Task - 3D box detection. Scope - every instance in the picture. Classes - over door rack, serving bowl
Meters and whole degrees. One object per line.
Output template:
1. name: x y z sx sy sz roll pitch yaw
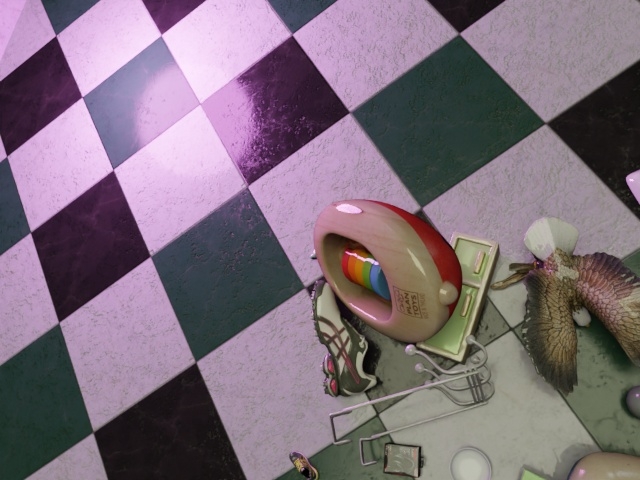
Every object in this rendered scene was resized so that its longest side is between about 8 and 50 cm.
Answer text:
1. over door rack: 0.181 0.313 1.042 0.324 0.239 0.108 -29 52 2
2. serving bowl: 0.309 0.470 1.076 0.083 0.027 0.083 -6 71 18

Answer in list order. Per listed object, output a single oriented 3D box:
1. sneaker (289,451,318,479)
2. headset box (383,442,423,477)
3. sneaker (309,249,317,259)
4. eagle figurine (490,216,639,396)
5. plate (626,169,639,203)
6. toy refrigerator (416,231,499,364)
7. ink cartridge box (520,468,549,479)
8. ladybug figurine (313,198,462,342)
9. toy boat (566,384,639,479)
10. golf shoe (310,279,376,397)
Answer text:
1. sneaker: -0.040 0.511 1.187 0.083 0.035 0.031 33 86 26
2. headset box: 0.180 0.471 1.121 0.083 0.032 0.062 -1 73 22
3. sneaker: 0.000 0.000 1.338 0.098 0.038 0.069 -37 63 -5
4. eagle figurine: 0.496 0.120 1.016 0.225 0.298 0.226 20 119 -13
5. plate: 0.823 -0.075 1.053 0.278 0.045 0.277 -22 66 12
6. toy refrigerator: 0.306 0.125 1.152 0.102 0.094 0.269 17 79 24
7. ink cartridge box: 0.405 0.556 0.994 0.109 0.062 0.209 19 80 24
8. ladybug figurine: 0.144 0.049 1.118 0.162 0.305 0.449 -23 25 -23
9. toy boat: 0.575 0.419 0.934 0.267 0.148 0.318 24 82 -3
10. golf shoe: 0.049 0.220 1.207 0.120 0.105 0.272 -12 87 9
